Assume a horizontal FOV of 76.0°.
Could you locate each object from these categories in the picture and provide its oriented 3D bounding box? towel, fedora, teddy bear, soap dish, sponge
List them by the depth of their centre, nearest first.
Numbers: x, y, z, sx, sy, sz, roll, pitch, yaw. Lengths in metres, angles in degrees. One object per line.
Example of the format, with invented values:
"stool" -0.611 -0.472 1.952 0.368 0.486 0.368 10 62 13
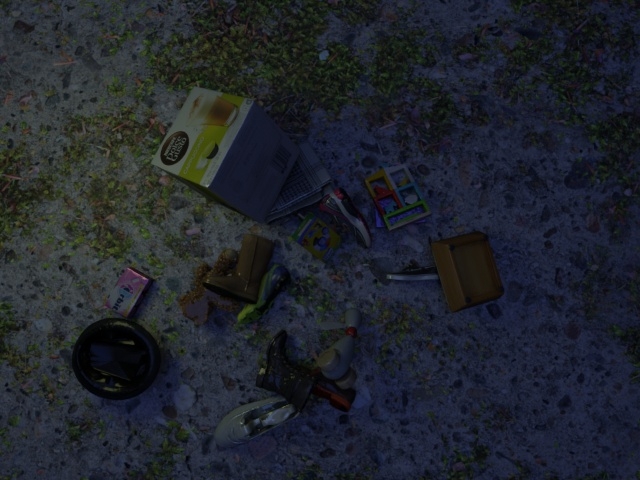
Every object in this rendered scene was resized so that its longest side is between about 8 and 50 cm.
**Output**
"fedora" -0.779 0.454 1.613 0.334 0.152 0.333 0 85 -3
"soap dish" 0.590 0.118 1.629 0.229 0.118 0.290 -13 82 -15
"towel" -0.131 -0.247 1.672 0.312 0.056 0.324 -25 60 -2
"teddy bear" -0.417 0.187 1.673 0.245 0.113 0.337 24 77 -4
"sponge" 0.332 -0.121 1.722 0.210 0.031 0.117 -6 83 1

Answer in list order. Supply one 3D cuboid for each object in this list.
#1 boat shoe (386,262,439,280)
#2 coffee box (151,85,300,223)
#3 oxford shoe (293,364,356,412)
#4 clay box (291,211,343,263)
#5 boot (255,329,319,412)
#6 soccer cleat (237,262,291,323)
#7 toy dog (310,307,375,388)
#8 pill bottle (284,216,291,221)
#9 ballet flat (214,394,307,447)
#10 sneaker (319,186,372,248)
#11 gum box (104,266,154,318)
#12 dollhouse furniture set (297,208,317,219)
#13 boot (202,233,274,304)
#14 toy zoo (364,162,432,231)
"boat shoe" 0.375 0.129 1.677 0.220 0.078 0.070 -1 85 -8
"coffee box" -0.347 -0.318 1.545 0.334 0.338 0.337 24 84 31
"oxford shoe" 0.014 0.571 1.638 0.271 0.096 0.098 31 51 11
"clay box" 0.000 0.000 1.638 0.222 0.053 0.127 38 86 -38
"boot" -0.109 0.502 1.589 0.229 0.091 0.262 15 75 21
"soccer cleat" -0.240 0.218 1.679 0.289 0.093 0.121 -48 55 0
"toy dog" 0.062 0.417 1.576 0.161 0.334 0.220 -19 98 32
"pill bottle" -0.157 -0.118 1.721 0.043 0.043 0.083 -30 84 -2
"ballet flat" -0.242 0.698 1.593 0.400 0.139 0.139 -24 84 -2
"sneaker" 0.112 -0.079 1.644 0.112 0.120 0.299 -31 119 15
"gum box" -0.785 0.218 1.683 0.107 0.062 0.188 29 85 4
"dollhouse furniture set" -0.058 -0.163 1.684 0.144 0.123 0.151 36 85 4
"boot" -0.318 0.093 1.610 0.236 0.089 0.269 26 58 -28
"toy zoo" 0.310 -0.198 1.706 0.192 0.030 0.293 -22 72 -5
